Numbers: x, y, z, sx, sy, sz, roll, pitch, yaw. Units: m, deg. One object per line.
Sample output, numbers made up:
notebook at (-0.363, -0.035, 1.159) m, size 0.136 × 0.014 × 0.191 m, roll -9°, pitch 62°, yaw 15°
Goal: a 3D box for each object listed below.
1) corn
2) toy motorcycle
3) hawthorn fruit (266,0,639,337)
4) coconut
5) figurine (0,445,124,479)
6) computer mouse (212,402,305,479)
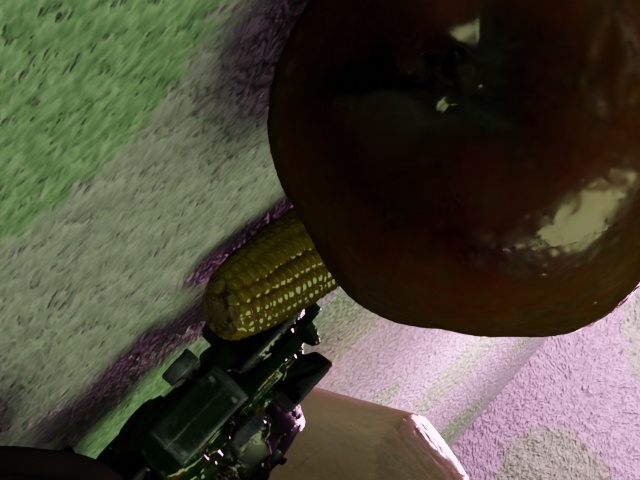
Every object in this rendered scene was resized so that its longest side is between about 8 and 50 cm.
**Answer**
corn at (0.000, 0.000, 1.271) m, size 0.231 × 0.080 × 0.080 m, roll -32°, pitch 161°, yaw -34°
toy motorcycle at (-0.105, 0.153, 1.298) m, size 0.275 × 0.125 × 0.187 m, roll -45°, pitch 177°, yaw -22°
hawthorn fruit at (0.099, -0.082, 0.970) m, size 0.268 × 0.268 × 0.301 m, roll -44°, pitch 164°, yaw -4°
coconut at (0.003, 0.312, 1.761) m, size 0.323 × 0.323 × 0.323 m, roll -42°, pitch 166°, yaw -13°
figurine at (-0.250, 0.297, 1.080) m, size 0.365 × 0.218 × 0.206 m, roll -52°, pitch 166°, yaw 7°
computer mouse at (-0.069, 0.189, 1.505) m, size 0.146 × 0.077 × 0.241 m, roll -43°, pitch 166°, yaw -13°
